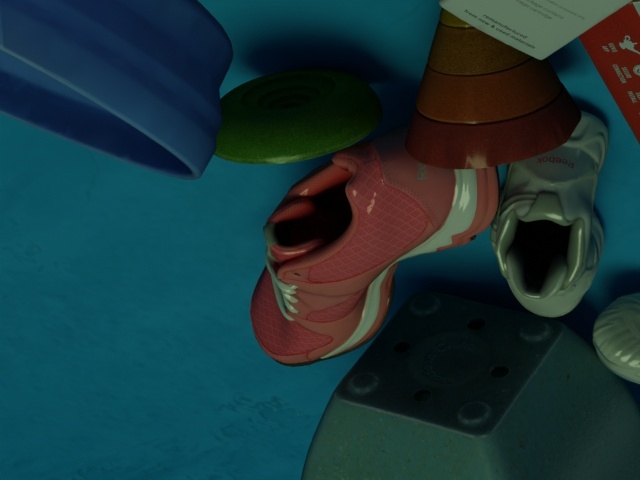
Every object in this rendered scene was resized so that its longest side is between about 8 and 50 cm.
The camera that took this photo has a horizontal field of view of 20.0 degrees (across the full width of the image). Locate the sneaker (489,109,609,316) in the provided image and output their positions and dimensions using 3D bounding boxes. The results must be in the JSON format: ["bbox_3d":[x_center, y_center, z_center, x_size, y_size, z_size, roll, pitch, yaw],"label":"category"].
[{"bbox_3d":[0.160,0.006,1.346,0.090,0.115,0.232,8,149,13],"label":"sneaker"}]

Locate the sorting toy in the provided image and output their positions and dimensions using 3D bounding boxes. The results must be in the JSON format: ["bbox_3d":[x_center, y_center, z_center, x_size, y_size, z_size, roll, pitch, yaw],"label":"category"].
[{"bbox_3d":[-0.005,-0.130,1.248,0.365,0.127,0.126,3,118,25],"label":"sorting toy"}]

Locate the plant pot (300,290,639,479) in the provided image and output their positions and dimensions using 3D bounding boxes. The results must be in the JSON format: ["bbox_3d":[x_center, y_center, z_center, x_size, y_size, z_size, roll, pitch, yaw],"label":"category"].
[{"bbox_3d":[0.125,0.189,1.519,0.248,0.247,0.252,12,134,32],"label":"plant pot"}]

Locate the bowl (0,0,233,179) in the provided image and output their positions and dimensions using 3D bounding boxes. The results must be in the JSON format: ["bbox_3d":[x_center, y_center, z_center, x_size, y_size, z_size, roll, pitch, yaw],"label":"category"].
[{"bbox_3d":[-0.225,-0.147,0.944,0.391,0.077,0.391,24,175,2],"label":"bowl"}]

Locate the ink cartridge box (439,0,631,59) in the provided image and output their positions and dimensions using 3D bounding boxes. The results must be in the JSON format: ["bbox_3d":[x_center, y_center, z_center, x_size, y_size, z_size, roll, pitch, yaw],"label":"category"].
[{"bbox_3d":[0.156,-0.205,0.975,0.082,0.139,0.191,22,149,-23],"label":"ink cartridge box"}]

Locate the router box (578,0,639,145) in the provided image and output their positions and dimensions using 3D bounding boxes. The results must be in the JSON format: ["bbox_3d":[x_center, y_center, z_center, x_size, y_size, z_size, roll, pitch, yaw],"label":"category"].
[{"bbox_3d":[0.355,-0.089,1.136,0.301,0.082,0.335,-5,144,31],"label":"router box"}]

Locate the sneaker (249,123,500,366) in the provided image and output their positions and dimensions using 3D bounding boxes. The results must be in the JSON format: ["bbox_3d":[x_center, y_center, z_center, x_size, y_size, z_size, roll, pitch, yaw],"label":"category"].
[{"bbox_3d":[0.000,-0.001,1.372,0.136,0.116,0.314,-5,154,-33],"label":"sneaker"}]

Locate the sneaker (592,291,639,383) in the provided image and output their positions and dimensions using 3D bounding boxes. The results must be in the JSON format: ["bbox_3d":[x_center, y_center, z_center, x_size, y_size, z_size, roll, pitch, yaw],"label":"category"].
[{"bbox_3d":[0.335,0.078,1.434,0.237,0.085,0.086,3,173,16],"label":"sneaker"}]
